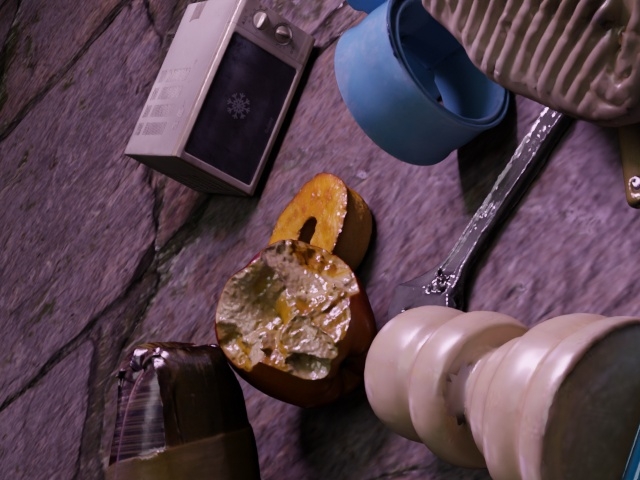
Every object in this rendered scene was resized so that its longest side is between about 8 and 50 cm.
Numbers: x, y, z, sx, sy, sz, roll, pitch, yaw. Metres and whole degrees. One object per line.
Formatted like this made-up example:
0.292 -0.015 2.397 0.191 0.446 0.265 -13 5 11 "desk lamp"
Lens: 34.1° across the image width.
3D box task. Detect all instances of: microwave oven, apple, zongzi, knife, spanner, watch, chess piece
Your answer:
-0.141 -0.197 1.452 0.194 0.145 0.240 6 73 58 "microwave oven"
-0.020 0.094 1.079 0.156 0.147 0.158 -37 70 -17 "apple"
-0.186 0.263 1.109 0.318 0.154 0.289 -19 76 48 "zongzi"
0.287 -0.152 0.956 0.047 0.017 0.297 -30 42 37 "knife"
0.165 -0.026 1.028 0.325 0.026 0.093 -57 33 6 "spanner"
0.100 -0.184 1.074 0.211 0.211 0.193 -27 29 42 "watch"
0.146 0.129 0.849 0.300 0.167 0.167 6 72 62 "chess piece"

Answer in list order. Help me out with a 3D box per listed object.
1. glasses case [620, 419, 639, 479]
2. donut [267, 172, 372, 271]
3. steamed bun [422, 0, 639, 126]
0.282 0.101 0.704 0.070 0.117 0.301 83 -150 -83 "glasses case"
0.000 0.000 1.201 0.152 0.058 0.151 -34 43 38 "donut"
0.245 -0.274 0.887 0.324 0.219 0.309 31 131 46 "steamed bun"
